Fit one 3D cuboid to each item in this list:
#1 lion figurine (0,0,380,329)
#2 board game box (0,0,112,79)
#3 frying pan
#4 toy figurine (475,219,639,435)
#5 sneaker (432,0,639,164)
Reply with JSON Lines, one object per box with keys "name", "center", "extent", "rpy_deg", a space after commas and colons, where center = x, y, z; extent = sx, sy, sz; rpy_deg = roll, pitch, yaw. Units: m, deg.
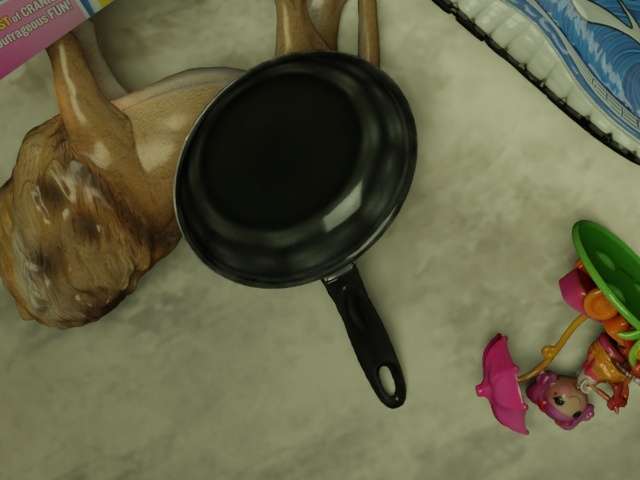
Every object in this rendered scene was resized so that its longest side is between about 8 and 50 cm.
{"name": "lion figurine", "center": [-0.088, -0.090, 1.480], "extent": [0.392, 0.142, 0.240], "rpy_deg": [-19, 103, 3]}
{"name": "board game box", "center": [-0.161, -0.274, 1.416], "extent": [0.316, 0.242, 0.064], "rpy_deg": [-34, 128, 8]}
{"name": "frying pan", "center": [0.019, -0.023, 1.468], "extent": [0.197, 0.053, 0.326], "rpy_deg": [-47, 128, 5]}
{"name": "toy figurine", "center": [0.204, 0.095, 1.503], "extent": [0.173, 0.130, 0.159], "rpy_deg": [37, 114, -24]}
{"name": "sneaker", "center": [0.224, -0.160, 1.443], "extent": [0.330, 0.130, 0.147], "rpy_deg": [40, 96, -6]}
